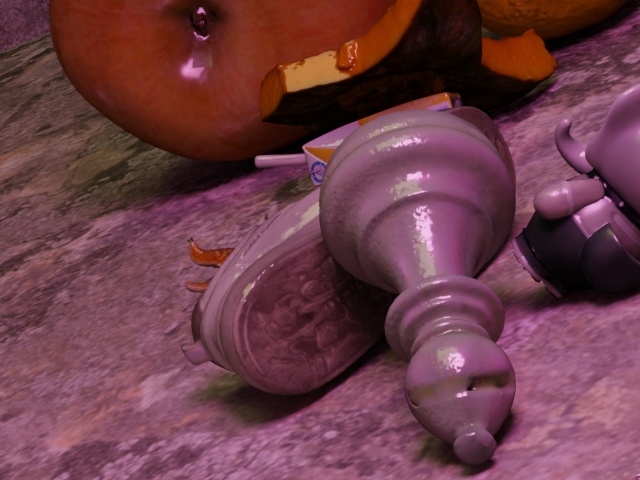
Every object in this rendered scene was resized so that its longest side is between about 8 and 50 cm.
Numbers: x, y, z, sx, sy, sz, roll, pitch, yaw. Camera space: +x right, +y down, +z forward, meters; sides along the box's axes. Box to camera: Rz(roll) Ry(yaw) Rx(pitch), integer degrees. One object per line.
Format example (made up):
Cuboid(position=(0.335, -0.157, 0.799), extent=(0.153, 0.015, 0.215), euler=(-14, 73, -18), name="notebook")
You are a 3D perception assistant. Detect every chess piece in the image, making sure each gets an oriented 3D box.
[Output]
Cuboid(position=(0.080, 0.042, 1.190), extent=(0.139, 0.139, 0.272), euler=(-22, 39, 9), name="chess piece")

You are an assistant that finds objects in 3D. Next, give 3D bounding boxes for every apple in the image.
Cuboid(position=(-0.098, -0.271, 1.943), extent=(0.391, 0.391, 0.346), euler=(-20, 25, 14), name="apple")

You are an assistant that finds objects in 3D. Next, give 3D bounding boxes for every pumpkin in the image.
Cuboid(position=(0.071, -0.164, 1.706), extent=(0.258, 0.095, 0.290), euler=(-19, -18, 23), name="pumpkin")

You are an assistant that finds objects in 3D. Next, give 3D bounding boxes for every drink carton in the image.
Cuboid(position=(0.040, -0.075, 1.671), extent=(0.200, 0.075, 0.084), euler=(-20, 1, 16), name="drink carton")

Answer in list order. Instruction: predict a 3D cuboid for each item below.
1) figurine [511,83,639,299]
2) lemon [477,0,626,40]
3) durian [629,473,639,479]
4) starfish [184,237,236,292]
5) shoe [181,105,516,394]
Cuboid(position=(0.221, -0.039, 1.259), extent=(0.192, 0.147, 0.126), euler=(-38, 32, 18), name="figurine")
Cuboid(position=(0.232, -0.337, 1.910), extent=(0.260, 0.261, 0.284), euler=(-12, 20, 35), name="lemon")
Cuboid(position=(0.150, 0.154, 0.773), extent=(0.182, 0.132, 0.165), euler=(-24, 25, -39), name="durian")
Cuboid(position=(0.001, 0.001, 1.562), extent=(0.247, 0.050, 0.138), euler=(-15, 18, 6), name="starfish")
Cuboid(position=(0.011, 0.011, 1.402), extent=(0.316, 0.124, 0.159), euler=(-38, 15, -36), name="shoe")
